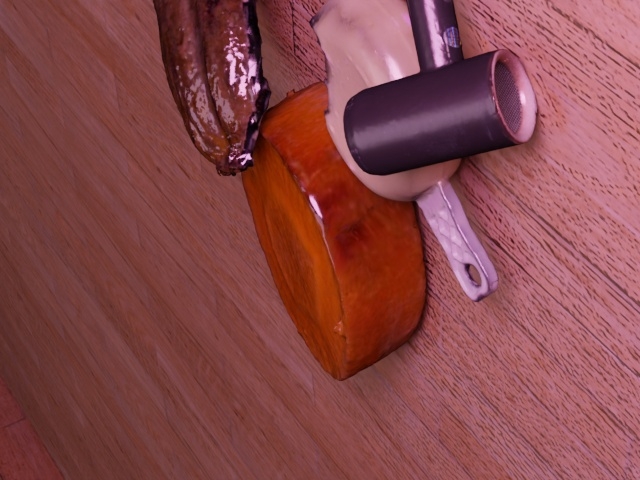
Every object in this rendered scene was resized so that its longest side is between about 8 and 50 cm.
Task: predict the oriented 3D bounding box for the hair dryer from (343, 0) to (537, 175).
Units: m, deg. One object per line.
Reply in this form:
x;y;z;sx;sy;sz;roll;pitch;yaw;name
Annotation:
0.065;-0.178;1.062;0.128;0.070;0.255;-15;83;31;hair dryer

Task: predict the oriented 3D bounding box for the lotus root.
-0.113;-0.215;1.322;0.167;0.078;0.329;140;125;-64;lotus root

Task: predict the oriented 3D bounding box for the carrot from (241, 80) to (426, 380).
0.000;0.000;1.380;0.258;0.100;0.307;60;159;28;carrot

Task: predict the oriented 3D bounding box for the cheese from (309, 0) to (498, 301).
0.077;-0.079;1.157;0.249;0.071;0.163;55;156;27;cheese
